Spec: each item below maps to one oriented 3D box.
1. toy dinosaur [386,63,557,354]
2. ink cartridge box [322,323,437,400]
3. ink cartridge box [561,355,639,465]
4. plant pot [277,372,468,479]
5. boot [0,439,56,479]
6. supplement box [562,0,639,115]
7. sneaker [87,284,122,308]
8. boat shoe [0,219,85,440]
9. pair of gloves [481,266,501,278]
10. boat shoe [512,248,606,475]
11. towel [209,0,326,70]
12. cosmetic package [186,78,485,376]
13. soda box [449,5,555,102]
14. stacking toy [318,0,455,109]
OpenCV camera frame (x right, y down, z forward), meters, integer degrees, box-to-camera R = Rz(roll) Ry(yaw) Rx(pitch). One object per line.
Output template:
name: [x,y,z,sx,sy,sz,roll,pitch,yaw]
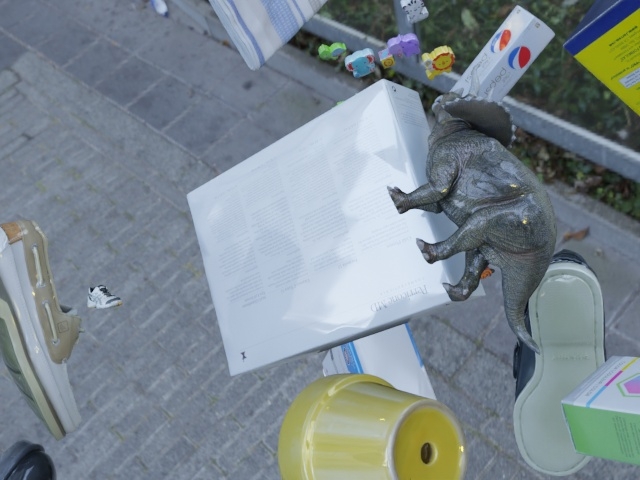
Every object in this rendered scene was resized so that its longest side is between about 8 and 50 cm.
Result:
toy dinosaur: [0.173,-0.034,0.730,0.160,0.121,0.313,-30,74,10]
ink cartridge box: [0.144,0.381,1.809,0.166,0.395,0.285,-14,71,-14]
ink cartridge box: [0.348,0.162,0.645,0.109,0.062,0.209,-25,12,-36]
plant pot: [0.098,0.341,1.129,0.239,0.254,0.254,-18,37,53]
boot: [-0.266,0.497,0.868,0.445,0.146,0.367,19,62,4]
supplement box: [0.586,-0.276,1.029,0.356,0.195,0.194,39,71,-5]
sneaker: [-0.343,0.088,1.097,0.083,0.032,0.037,-2,90,41]
boat shoe: [-0.362,0.119,0.906,0.103,0.302,0.113,-29,28,-35]
pair of gloves: [0.380,0.064,1.498,0.083,0.074,0.010,-18,68,6]
boat shoe: [0.333,0.168,0.972,0.127,0.340,0.113,-2,24,20]
towel: [-0.074,-0.455,1.199,0.034,0.209,0.285,16,57,44]
cosmetic package: [0.000,0.000,0.949,0.377,0.097,0.284,-24,73,34]
soda box: [0.355,-0.347,1.379,0.216,0.069,0.074,-53,32,22]
stacking toy: [0.104,-0.320,1.197,0.221,0.052,0.167,-21,53,13]
